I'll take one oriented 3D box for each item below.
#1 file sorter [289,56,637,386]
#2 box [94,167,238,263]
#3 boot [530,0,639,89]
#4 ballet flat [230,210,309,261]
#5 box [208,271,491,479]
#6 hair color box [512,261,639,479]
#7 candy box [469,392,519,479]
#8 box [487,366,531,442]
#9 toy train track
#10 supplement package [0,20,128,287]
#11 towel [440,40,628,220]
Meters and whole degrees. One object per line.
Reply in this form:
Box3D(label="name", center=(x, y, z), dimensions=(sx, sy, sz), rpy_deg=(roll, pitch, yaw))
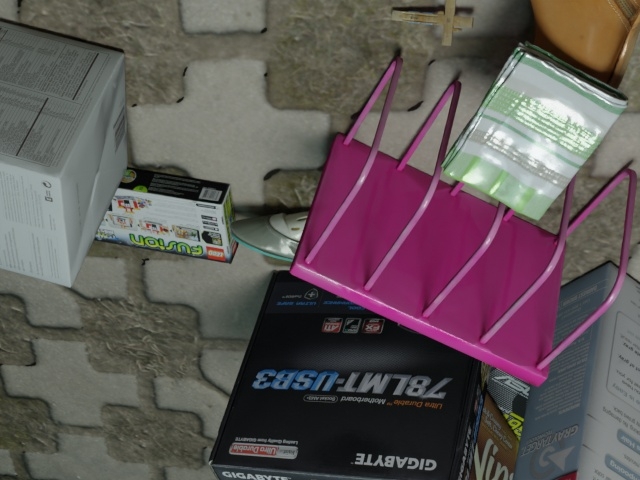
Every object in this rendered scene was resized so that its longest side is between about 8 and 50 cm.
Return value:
Box3D(label="file sorter", center=(0.153, -0.028, 1.300), dimensions=(0.290, 0.202, 0.182), rpy_deg=(25, 138, -8))
Box3D(label="box", center=(-0.209, -0.035, 1.565), dimensions=(0.207, 0.036, 0.114), rpy_deg=(10, 141, 11))
Box3D(label="boot", center=(0.206, -0.224, 1.108), dimensions=(0.220, 0.109, 0.283), rpy_deg=(37, 136, -25))
Box3D(label="ballet flat", center=(0.000, 0.000, 1.514), dimensions=(0.213, 0.072, 0.068), rpy_deg=(22, 114, -5))
Box3D(label="box", center=(0.048, 0.169, 1.500), dimensions=(0.295, 0.293, 0.073), rpy_deg=(1, 138, 22))
Box3D(label="hair color box", center=(0.324, 0.232, 1.398), dimensions=(0.185, 0.374, 0.113), rpy_deg=(34, 139, -19))
Box3D(label="candy box", center=(0.204, 0.333, 1.627), dimensions=(0.087, 0.183, 0.316), rpy_deg=(-10, 133, 30))
Box3D(label="box", center=(0.288, 0.244, 1.682), dimensions=(0.270, 0.060, 0.216), rpy_deg=(29, 141, -13))
Box3D(label="toy train track", center=(0.110, -0.215, 1.233), dimensions=(0.083, 0.014, 0.048), rpy_deg=(10, 102, 24))
Box3D(label="supplement package", center=(-0.371, -0.109, 1.411), dimensions=(0.262, 0.198, 0.199), rpy_deg=(15, 142, 4))
Box3D(label="towel", center=(0.191, -0.094, 1.144), dimensions=(0.113, 0.023, 0.152), rpy_deg=(28, 125, -5))
